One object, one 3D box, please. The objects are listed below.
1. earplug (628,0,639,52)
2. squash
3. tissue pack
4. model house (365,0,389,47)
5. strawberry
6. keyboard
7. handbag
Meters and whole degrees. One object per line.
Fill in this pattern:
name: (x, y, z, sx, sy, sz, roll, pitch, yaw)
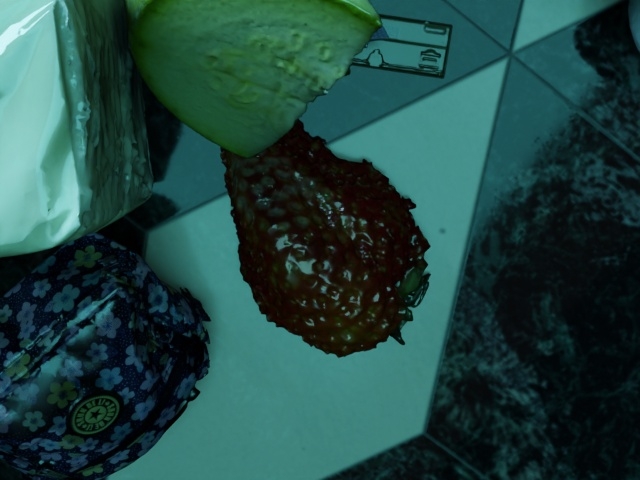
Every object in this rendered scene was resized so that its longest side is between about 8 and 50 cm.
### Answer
earplug: (0.307, -0.245, 0.809, 0.214, 0.175, 0.326, -35, 92, 0)
squash: (-0.073, -0.204, 0.764, 0.204, 0.237, 0.155, 27, 57, -17)
tissue pack: (-0.334, -0.092, 0.749, 0.380, 0.297, 0.207, -6, 99, 1)
model house: (-0.015, -0.215, 0.816, 0.088, 0.117, 0.167, -29, 91, 2)
strawberry: (-0.004, 0.006, 0.875, 0.235, 0.107, 0.175, 29, 100, -7)
keyboard: (0.051, -0.178, 0.885, 0.129, 0.015, 0.049, 7, 97, -3)
handbag: (-0.204, 0.120, 0.852, 0.228, 0.127, 0.208, -43, 140, -1)
